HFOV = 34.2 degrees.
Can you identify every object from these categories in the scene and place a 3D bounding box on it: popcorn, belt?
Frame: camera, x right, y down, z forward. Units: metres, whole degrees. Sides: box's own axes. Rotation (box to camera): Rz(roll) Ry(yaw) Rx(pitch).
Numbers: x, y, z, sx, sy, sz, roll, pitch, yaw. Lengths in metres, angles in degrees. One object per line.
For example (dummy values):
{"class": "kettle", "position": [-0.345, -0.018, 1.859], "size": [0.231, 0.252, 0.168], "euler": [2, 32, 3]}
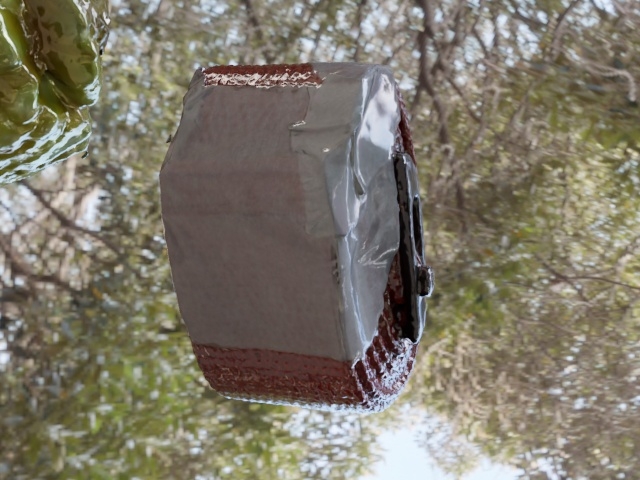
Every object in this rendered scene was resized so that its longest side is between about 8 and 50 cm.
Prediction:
{"class": "popcorn", "position": [-0.310, -0.157, 0.847], "size": [0.282, 0.247, 0.282], "euler": [35, -38, 34]}
{"class": "belt", "position": [0.000, 0.000, 0.567], "size": [0.124, 0.128, 0.201], "euler": [3, -64, 23]}
